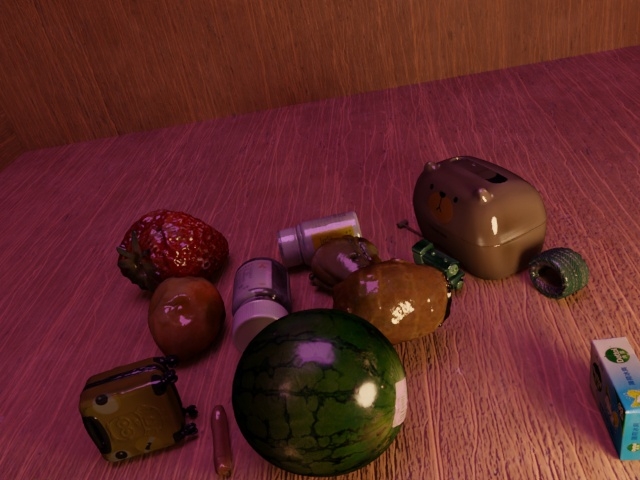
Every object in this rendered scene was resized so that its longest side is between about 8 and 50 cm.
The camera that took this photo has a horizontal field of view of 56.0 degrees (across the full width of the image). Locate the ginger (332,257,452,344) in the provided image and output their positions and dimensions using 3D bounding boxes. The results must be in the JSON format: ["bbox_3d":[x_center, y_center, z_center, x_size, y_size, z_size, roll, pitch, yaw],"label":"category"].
[{"bbox_3d":[0.153,0.150,1.419,0.269,0.200,0.223,-24,-10,31],"label":"ginger"}]

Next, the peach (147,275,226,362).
[{"bbox_3d":[-0.378,0.218,1.649,0.214,0.214,0.235,-2,50,17],"label":"peach"}]

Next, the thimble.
[{"bbox_3d":[0.613,0.083,1.549,0.090,0.118,0.135,-21,16,-21],"label":"thimble"}]

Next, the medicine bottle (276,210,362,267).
[{"bbox_3d":[0.000,0.000,1.890,0.258,0.143,0.143,-12,31,2],"label":"medicine bottle"}]

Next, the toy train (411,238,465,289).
[{"bbox_3d":[0.329,0.074,1.678,0.071,0.111,0.170,-31,35,-20],"label":"toy train"}]

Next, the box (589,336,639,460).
[{"bbox_3d":[0.592,0.305,1.175,0.073,0.139,0.194,-8,31,9],"label":"box"}]

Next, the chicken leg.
[{"bbox_3d":[0.129,0.118,1.676,0.201,0.152,0.429,-39,45,-15],"label":"chicken leg"}]

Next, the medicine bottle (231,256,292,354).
[{"bbox_3d":[-0.161,0.179,1.641,0.165,0.165,0.273,-12,31,3],"label":"medicine bottle"}]

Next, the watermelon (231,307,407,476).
[{"bbox_3d":[-0.007,0.302,1.222,0.363,0.363,0.363,-10,31,6],"label":"watermelon"}]

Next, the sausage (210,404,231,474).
[{"bbox_3d":[-0.224,0.447,1.349,0.043,0.043,0.186,-16,32,-4],"label":"sausage"}]

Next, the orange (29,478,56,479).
[{"bbox_3d":[-0.514,0.600,1.074,0.262,0.196,0.335,-44,36,-18],"label":"orange"}]

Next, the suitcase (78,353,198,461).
[{"bbox_3d":[-0.421,0.381,1.391,0.235,0.193,0.143,-16,23,-5],"label":"suitcase"}]

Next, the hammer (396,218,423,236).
[{"bbox_3d":[0.296,-0.038,1.958,0.035,0.019,0.110,-27,36,-22],"label":"hammer"}]

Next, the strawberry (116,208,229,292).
[{"bbox_3d":[-0.458,0.019,1.911,0.292,0.291,0.310,11,45,34],"label":"strawberry"}]

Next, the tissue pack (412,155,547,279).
[{"bbox_3d":[0.451,-0.091,1.742,0.267,0.276,0.387,-20,33,-16],"label":"tissue pack"}]
